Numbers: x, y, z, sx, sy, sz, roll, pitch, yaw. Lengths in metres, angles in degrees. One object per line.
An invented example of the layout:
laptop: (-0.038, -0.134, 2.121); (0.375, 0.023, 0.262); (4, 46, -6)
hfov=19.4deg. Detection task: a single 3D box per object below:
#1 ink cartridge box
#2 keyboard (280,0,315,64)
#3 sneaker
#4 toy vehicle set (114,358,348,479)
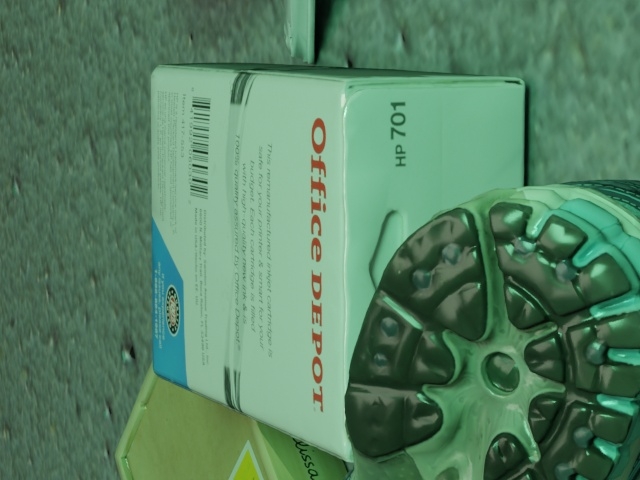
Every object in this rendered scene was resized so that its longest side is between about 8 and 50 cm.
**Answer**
ink cartridge box: (0.000, 0.000, 0.756); (0.191, 0.082, 0.139); (13, 104, 61)
keyboard: (-0.013, -0.176, 0.756); (0.256, 0.014, 0.072); (92, 167, -57)
sneaker: (0.052, 0.101, 0.618); (0.110, 0.122, 0.283); (39, 122, 19)
toy vehicle set: (-0.028, 0.159, 0.879); (0.267, 0.035, 0.166); (67, 147, 35)
